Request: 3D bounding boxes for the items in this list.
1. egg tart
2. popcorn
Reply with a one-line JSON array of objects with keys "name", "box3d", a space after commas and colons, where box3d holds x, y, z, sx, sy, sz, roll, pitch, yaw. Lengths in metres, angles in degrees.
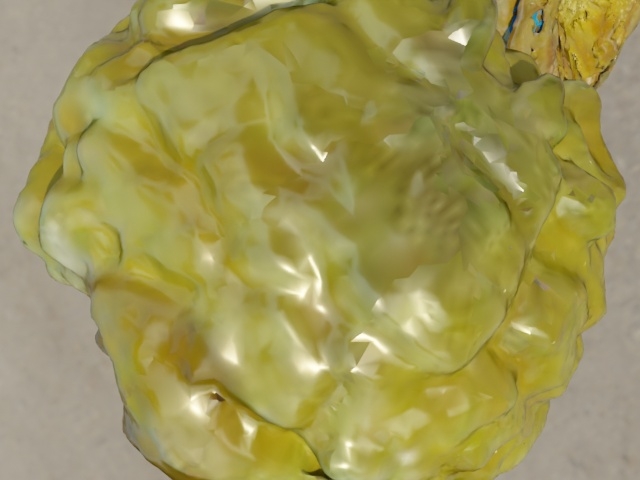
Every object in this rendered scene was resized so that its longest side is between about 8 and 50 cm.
[{"name": "egg tart", "box3d": [0.150, -0.200, 1.129, 0.107, 0.291, 0.291, 23, 138, 22]}, {"name": "popcorn", "box3d": [0.003, -0.003, 0.745, 0.249, 0.249, 0.225, 59, 180, 4]}]
